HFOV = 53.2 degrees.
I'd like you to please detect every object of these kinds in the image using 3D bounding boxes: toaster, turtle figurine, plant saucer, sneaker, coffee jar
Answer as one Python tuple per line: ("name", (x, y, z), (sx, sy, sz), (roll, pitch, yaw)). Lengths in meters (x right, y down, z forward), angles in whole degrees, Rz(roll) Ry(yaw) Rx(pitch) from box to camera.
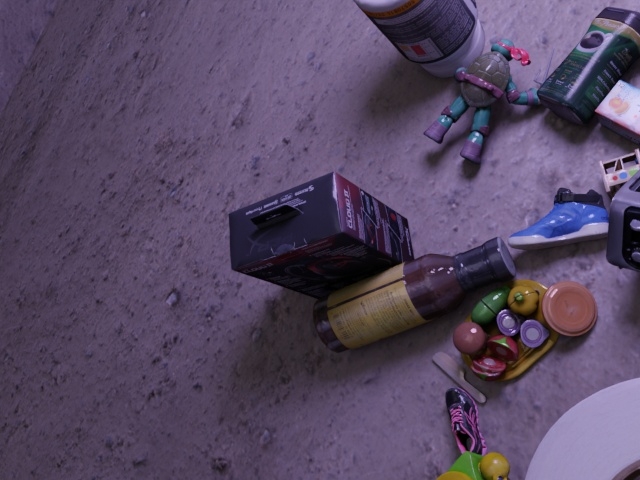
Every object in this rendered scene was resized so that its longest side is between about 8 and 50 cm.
("toaster", (0.498, -0.030, 0.843), (0.185, 0.110, 0.168), (-35, 37, -30))
("turtle figurine", (0.284, -0.259, 1.104), (0.175, 0.118, 0.234), (39, 104, 36))
("plant saucer", (0.373, 0.101, 0.956), (0.083, 0.013, 0.084), (1, 77, -2))
("sneaker", (0.222, 0.286, 1.000), (0.047, 0.057, 0.119), (-31, 59, 25))
("coffee jar", (0.439, -0.280, 1.017), (0.184, 0.079, 0.096), (-52, 32, 9))
("sneaker", (0.367, -0.036, 1.003), (0.152, 0.058, 0.085), (-12, 74, 26))

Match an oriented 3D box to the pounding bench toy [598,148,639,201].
("pounding bench toy", (0.464, -0.084, 0.958), (0.065, 0.052, 0.083), (-18, 66, 28))

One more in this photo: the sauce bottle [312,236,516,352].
("sauce bottle", (0.153, 0.091, 1.075), (0.344, 0.111, 0.111), (-23, 63, 26))

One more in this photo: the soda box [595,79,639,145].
("soda box", (0.507, -0.166, 0.952), (0.063, 0.058, 0.183), (-52, 55, 9))

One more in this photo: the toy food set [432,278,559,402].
("toy food set", (0.273, 0.149, 1.000), (0.218, 0.071, 0.128), (-48, 55, 12))

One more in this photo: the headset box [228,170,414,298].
("headset box", (0.000, 0.000, 1.095), (0.218, 0.293, 0.110), (-19, 65, 29))

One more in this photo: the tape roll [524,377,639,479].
("tape roll", (0.421, 0.346, 0.714), (0.392, 0.072, 0.392), (-14, 64, 30))

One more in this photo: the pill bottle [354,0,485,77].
("pill bottle", (0.178, -0.406, 1.114), (0.162, 0.278, 0.162), (-11, 69, 30))

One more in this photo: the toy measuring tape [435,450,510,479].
("toy measuring tape", (0.176, 0.448, 0.945), (0.121, 0.121, 0.330), (45, 108, 35))
